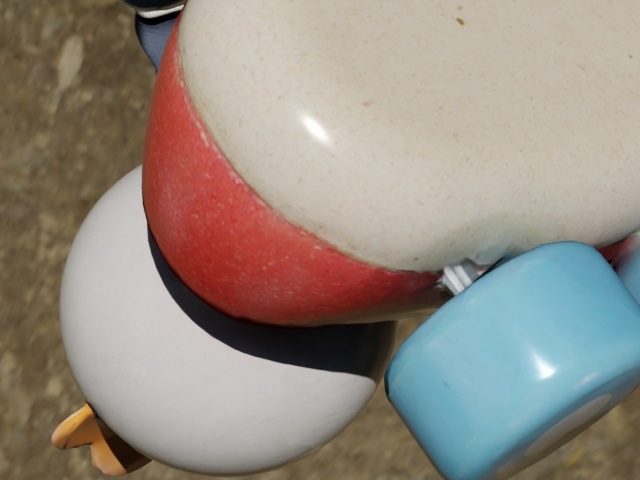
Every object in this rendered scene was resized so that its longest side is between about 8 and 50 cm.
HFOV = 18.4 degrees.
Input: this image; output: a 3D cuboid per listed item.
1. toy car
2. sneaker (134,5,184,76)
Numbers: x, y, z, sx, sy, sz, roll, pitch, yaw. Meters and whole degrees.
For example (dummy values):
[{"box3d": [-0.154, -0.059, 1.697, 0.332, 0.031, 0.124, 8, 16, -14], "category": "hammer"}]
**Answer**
[{"box3d": [0.000, 0.000, 0.657, 0.210, 0.238, 0.219, -19, 68, -46], "category": "toy car"}, {"box3d": [0.012, -0.096, 0.821, 0.163, 0.226, 0.086, -30, 112, -5], "category": "sneaker"}]
